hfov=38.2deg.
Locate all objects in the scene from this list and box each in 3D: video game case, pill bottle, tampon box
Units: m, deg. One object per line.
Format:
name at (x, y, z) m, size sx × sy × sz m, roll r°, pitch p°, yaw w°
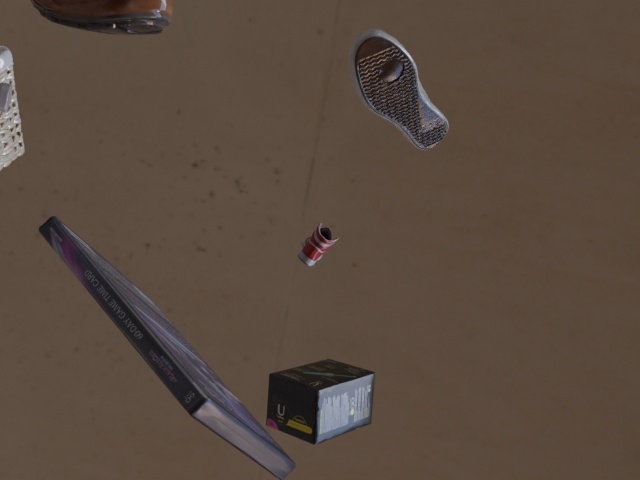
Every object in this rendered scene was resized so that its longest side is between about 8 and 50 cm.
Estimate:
video game case at (-0.146, 0.102, 0.880) m, size 0.026 × 0.274 × 0.196 m, roll -43°, pitch 145°, yaw -6°
pill bottle at (-0.565, -0.245, 1.502) m, size 0.065 × 0.116 × 0.065 m, roll -168°, pitch -90°, yaw -77°
tampon box at (0.001, 0.286, 1.661) m, size 0.161 × 0.120 × 0.102 m, roll -7°, pitch 104°, yaw -47°

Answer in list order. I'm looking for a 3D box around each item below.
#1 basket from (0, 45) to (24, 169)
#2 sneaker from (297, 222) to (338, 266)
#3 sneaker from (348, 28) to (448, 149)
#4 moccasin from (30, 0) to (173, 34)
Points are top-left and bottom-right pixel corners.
basket at (-0.876, -0.262, 2.041) m, size 0.328 × 0.331 × 0.267 m, roll -60°, pitch 151°, yaw -54°
sneaker at (0.000, 0.000, 1.560) m, size 0.067 × 0.042 × 0.118 m, roll -50°, pitch -176°, yaw 15°
sneaker at (0.110, -0.265, 1.554) m, size 0.290 × 0.106 × 0.123 m, roll 46°, pitch 9°, yaw -51°
moccasin at (-0.292, -0.351, 1.151) m, size 0.380 × 0.139 × 0.147 m, roll 42°, pitch -55°, yaw 48°
